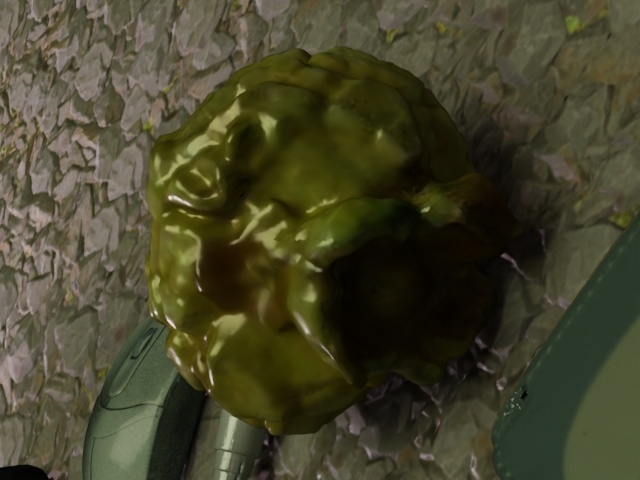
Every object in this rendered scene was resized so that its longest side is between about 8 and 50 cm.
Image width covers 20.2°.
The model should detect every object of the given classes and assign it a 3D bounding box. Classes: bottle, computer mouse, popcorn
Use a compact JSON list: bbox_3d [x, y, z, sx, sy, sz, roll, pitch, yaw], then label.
[{"bbox_3d":[-0.050,0.104,1.413,0.060,0.060,0.217,-1,74,54],"label":"bottle"},{"bbox_3d":[-0.154,0.144,1.524,0.113,0.068,0.229,2,75,53],"label":"computer mouse"},{"bbox_3d":[0.000,0.000,1.259,0.270,0.224,0.257,-30,74,23],"label":"popcorn"}]

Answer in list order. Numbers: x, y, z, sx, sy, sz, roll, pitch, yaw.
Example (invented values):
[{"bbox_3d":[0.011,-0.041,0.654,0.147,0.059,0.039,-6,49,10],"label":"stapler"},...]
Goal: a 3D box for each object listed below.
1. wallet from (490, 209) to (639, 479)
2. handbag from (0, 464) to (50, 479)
[{"bbox_3d":[0.241,0.137,0.978,0.252,0.083,0.360,-55,36,12],"label":"wallet"},{"bbox_3d":[-0.397,0.328,1.658,0.302,0.275,0.177,-20,83,41],"label":"handbag"}]
